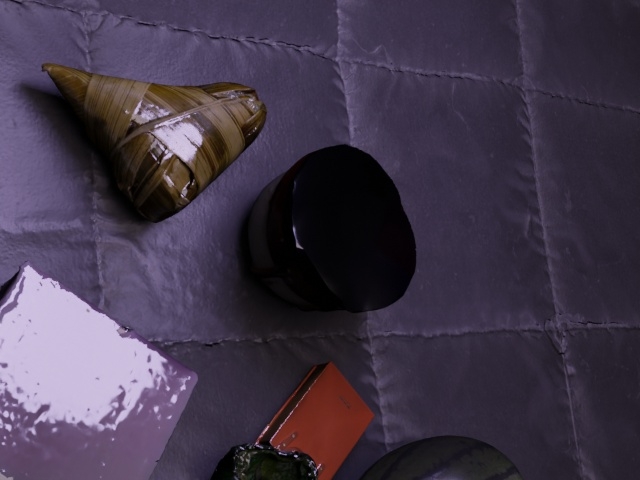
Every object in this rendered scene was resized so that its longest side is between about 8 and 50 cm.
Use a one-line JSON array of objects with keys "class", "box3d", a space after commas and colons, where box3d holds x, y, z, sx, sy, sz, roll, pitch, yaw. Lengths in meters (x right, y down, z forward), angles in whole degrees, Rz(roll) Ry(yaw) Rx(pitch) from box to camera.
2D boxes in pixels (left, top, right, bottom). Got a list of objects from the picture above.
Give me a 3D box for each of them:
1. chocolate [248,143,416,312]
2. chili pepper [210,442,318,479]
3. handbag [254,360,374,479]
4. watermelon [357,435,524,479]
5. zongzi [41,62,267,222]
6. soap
[{"class": "chocolate", "box3d": [0.000, 0.000, 1.630, 0.284, 0.186, 0.283, 20, 60, -39]}, {"class": "chili pepper", "box3d": [-0.063, 0.408, 1.518, 0.264, 0.148, 0.116, 57, 27, -8]}, {"class": "handbag", "box3d": [-0.008, 0.304, 1.624, 0.127, 0.063, 0.190, 53, 51, -14]}, {"class": "watermelon", "box3d": [0.192, 0.449, 1.599, 0.359, 0.279, 0.278, -20, 90, -41]}, {"class": "zongzi", "box3d": [-0.245, -0.211, 1.546, 0.288, 0.134, 0.286, 48, 49, -8]}, {"class": "soap", "box3d": [-0.343, 0.221, 1.323, 0.296, 0.107, 0.285, 37, 49, -14]}]
